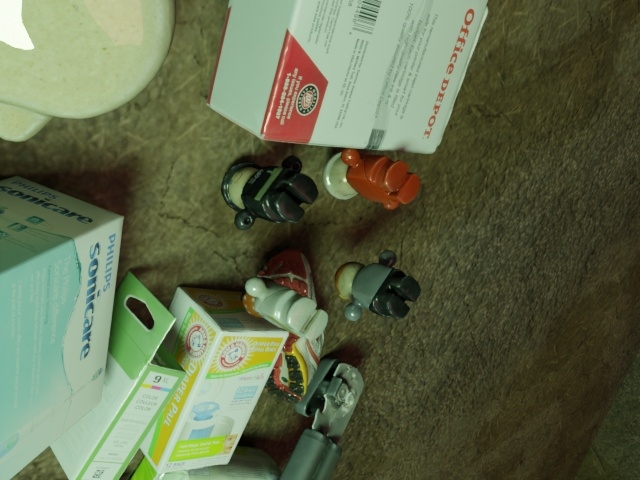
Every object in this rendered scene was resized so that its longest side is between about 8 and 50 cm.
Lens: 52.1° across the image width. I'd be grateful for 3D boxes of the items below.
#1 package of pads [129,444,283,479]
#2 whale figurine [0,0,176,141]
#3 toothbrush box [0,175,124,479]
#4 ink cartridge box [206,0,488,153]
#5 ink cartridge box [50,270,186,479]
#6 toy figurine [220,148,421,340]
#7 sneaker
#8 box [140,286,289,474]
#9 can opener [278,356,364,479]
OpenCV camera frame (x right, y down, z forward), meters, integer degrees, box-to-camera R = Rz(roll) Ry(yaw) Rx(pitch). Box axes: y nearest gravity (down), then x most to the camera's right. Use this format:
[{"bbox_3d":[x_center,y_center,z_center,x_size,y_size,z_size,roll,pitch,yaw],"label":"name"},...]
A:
[{"bbox_3d":[-0.204,0.430,0.941,0.229,0.101,0.296,29,96,-49],"label":"package of pads"},{"bbox_3d":[-0.247,-0.181,0.480,0.272,0.141,0.216,-9,126,-10],"label":"whale figurine"},{"bbox_3d":[-0.297,0.097,0.505,0.295,0.126,0.216,-43,151,-61],"label":"toothbrush box"},{"bbox_3d":[0.037,-0.209,0.715,0.273,0.114,0.196,-2,117,-43],"label":"ink cartridge box"},{"bbox_3d":[-0.220,0.152,0.726,0.062,0.109,0.209,28,96,-50],"label":"ink cartridge box"},{"bbox_3d":[0.000,0.000,0.758,0.213,0.148,0.209,-13,105,-30],"label":"toy figurine"},{"bbox_3d":[-0.041,0.110,0.904,0.093,0.088,0.225,-45,143,-54],"label":"sneaker"},{"bbox_3d":[-0.144,0.170,0.814,0.114,0.103,0.203,12,108,-47],"label":"box"},{"bbox_3d":[-0.022,0.309,0.979,0.076,0.095,0.283,49,60,-38],"label":"can opener"}]
